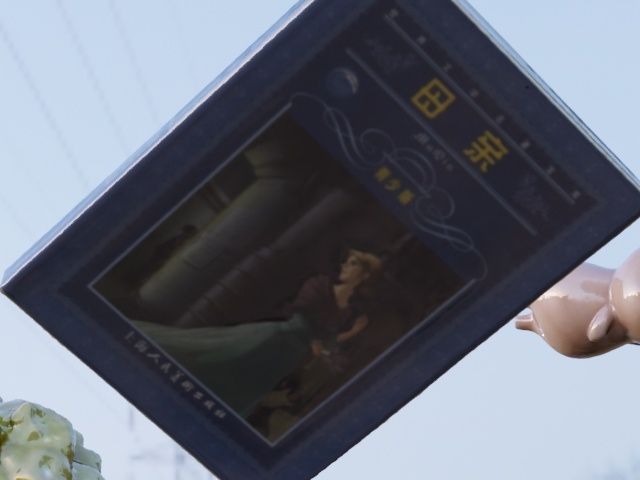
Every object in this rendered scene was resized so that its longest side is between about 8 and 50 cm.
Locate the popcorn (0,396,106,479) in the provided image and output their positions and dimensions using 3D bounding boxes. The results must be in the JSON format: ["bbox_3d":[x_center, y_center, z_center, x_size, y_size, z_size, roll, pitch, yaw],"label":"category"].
[{"bbox_3d":[-0.226,0.197,1.174,0.189,0.169,0.218,-24,-51,-25],"label":"popcorn"}]

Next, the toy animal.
[{"bbox_3d":[0.202,0.037,1.238,0.150,0.089,0.083,-14,-10,9],"label":"toy animal"}]

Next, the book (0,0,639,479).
[{"bbox_3d":[0.000,0.000,0.904,0.269,0.025,0.191,-40,-71,20],"label":"book"}]
